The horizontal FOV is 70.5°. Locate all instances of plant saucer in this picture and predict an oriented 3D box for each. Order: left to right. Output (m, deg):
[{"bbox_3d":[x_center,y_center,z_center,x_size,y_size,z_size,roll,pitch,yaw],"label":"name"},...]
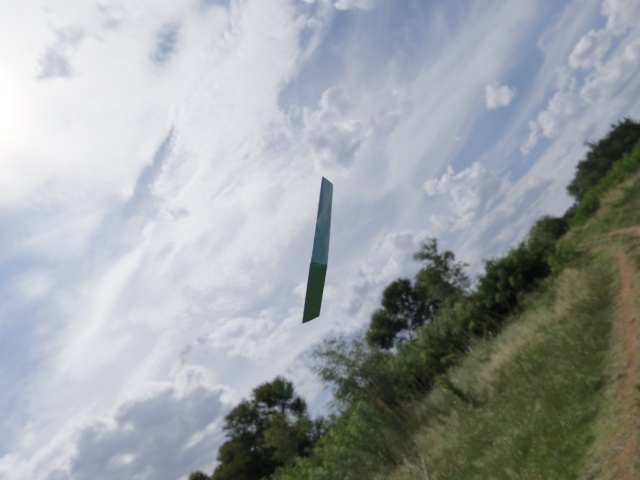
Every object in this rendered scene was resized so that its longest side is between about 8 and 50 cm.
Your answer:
[{"bbox_3d":[0.000,0.000,0.465,0.192,0.018,0.067,-85,3,-60],"label":"plant saucer"}]
